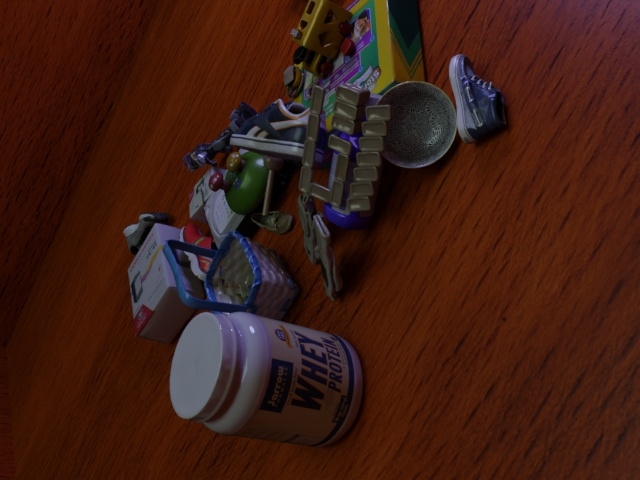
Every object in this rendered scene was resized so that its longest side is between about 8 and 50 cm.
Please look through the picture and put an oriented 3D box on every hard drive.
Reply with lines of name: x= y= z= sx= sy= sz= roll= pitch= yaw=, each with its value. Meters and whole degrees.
hard drive: x=-0.204 y=-0.147 z=1.955 sx=0.339 sy=0.064 sz=0.237 roll=-53 pitch=38 yaw=22

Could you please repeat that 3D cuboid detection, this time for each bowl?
bowl: x=0.190 y=-0.228 z=1.398 sx=0.170 sy=0.170 sz=0.080 roll=-65 pitch=-11 yaw=9

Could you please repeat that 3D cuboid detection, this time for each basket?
basket: x=-0.217 y=0.098 z=1.652 sx=0.201 sy=0.289 sz=0.254 roll=-58 pitch=34 yaw=19

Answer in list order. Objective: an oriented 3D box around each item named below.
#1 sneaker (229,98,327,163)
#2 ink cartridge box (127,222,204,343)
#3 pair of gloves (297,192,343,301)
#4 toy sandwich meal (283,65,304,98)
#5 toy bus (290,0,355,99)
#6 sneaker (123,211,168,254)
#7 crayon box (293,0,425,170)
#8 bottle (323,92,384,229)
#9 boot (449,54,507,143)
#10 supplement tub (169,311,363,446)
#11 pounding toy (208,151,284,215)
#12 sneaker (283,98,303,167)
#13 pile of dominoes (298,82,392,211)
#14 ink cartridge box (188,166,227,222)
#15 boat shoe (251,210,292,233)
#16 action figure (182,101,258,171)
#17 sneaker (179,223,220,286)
sneaker: x=-0.091 y=-0.255 z=1.619 sx=0.321 sy=0.126 sz=0.127 roll=15 pitch=92 yaw=49
ink cartridge box: x=-0.487 y=0.131 z=2.169 sx=0.226 sy=0.131 sz=0.306 roll=-54 pitch=38 yaw=24
pair of gloves: x=0.000 y=0.000 z=1.532 sx=0.240 sy=0.042 sz=0.204 roll=-117 pitch=15 yaw=-53
toy sandwich meal: x=-0.071 y=-0.396 z=1.741 sx=0.085 sy=0.029 sz=0.085 roll=-33 pitch=49 yaw=48
toy bus: x=-0.015 y=-0.465 z=1.616 sx=0.191 sy=0.104 sz=0.202 roll=-30 pitch=52 yaw=47
sneaker: x=-0.610 y=-0.028 z=2.469 sx=0.271 sy=0.100 sz=0.108 roll=-31 pitch=64 yaw=49
crayon box: x=0.078 y=-0.384 z=1.637 sx=0.363 sy=0.106 sz=0.313 roll=-31 pitch=51 yaw=46
bottle: x=0.079 y=-0.169 z=1.474 sx=0.118 sy=0.092 sz=0.282 roll=35 pitch=122 yaw=51
boot: x=0.301 y=-0.279 z=1.313 sx=0.086 sy=0.069 sz=0.190 roll=-22 pitch=65 yaw=40
supplement tub: x=-0.105 y=0.272 z=1.374 sx=0.235 sy=0.325 sz=0.235 roll=-29 pitch=52 yaw=45
pounding toy: x=-0.209 y=-0.166 z=1.819 sx=0.237 sy=0.110 sz=0.182 roll=12 pitch=83 yaw=55
sneaker: x=-0.088 y=-0.266 z=1.800 sx=0.130 sy=0.087 sz=0.227 roll=-18 pitch=53 yaw=19
pile of dominoes: x=0.055 y=-0.186 z=1.415 sx=0.196 sy=0.040 sz=0.251 roll=28 pitch=123 yaw=31
ink cartridge box: x=-0.343 y=-0.143 z=2.157 sx=0.150 sy=0.063 sz=0.109 roll=-43 pitch=42 yaw=36
boat shoe: x=-0.126 y=-0.051 z=1.815 sx=0.153 sy=0.048 sz=0.056 roll=13 pitch=85 yaw=57
action figure: x=-0.306 y=-0.288 z=2.107 sx=0.285 sy=0.099 sz=0.185 roll=-34 pitch=20 yaw=27
sneaker: x=-0.326 y=0.025 z=2.047 sx=0.118 sy=0.107 sz=0.279 roll=-44 pitch=42 yaw=6
